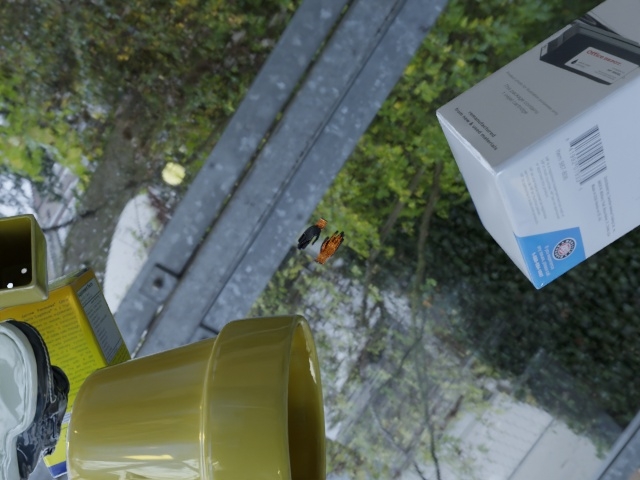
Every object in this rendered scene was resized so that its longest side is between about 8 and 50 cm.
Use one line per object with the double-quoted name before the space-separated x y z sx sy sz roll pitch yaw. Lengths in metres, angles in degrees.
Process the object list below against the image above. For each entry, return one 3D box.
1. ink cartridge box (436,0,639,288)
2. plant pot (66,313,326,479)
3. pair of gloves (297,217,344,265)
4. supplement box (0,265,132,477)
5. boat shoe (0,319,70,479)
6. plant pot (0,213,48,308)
"ink cartridge box" 0.402 -0.156 0.980 0.285 0.395 0.166 54 -176 -46
"plant pot" -0.127 0.212 0.757 0.239 0.254 0.254 -4 -175 8
"pair of gloves" 0.000 0.000 1.238 0.083 0.074 0.010 34 170 39
"supplement box" -0.516 0.263 1.447 0.194 0.195 0.356 -125 15 -81
"boat shoe" -0.398 0.218 0.948 0.127 0.340 0.113 30 -144 19
"plant pot" -0.320 0.031 0.719 0.083 0.082 0.081 89 170 -67
